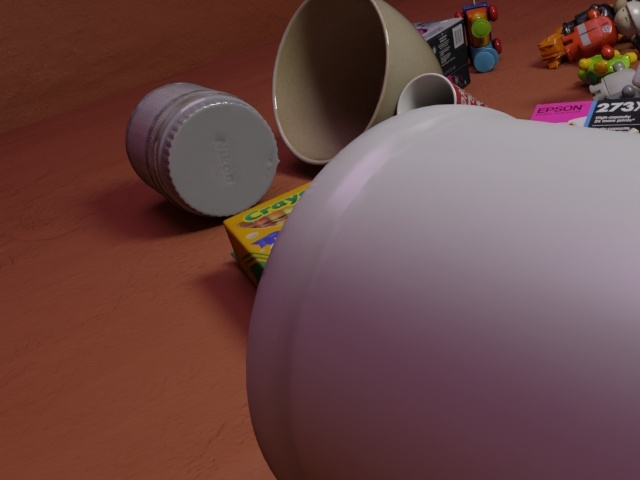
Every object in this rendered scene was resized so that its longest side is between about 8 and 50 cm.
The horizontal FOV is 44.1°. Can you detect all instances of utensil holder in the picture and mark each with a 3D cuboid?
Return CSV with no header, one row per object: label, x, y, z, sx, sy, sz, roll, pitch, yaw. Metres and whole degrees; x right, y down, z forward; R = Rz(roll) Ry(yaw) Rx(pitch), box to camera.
utensil holder,0.200,0.096,0.455,0.328,0.327,0.386,-29,28,-32

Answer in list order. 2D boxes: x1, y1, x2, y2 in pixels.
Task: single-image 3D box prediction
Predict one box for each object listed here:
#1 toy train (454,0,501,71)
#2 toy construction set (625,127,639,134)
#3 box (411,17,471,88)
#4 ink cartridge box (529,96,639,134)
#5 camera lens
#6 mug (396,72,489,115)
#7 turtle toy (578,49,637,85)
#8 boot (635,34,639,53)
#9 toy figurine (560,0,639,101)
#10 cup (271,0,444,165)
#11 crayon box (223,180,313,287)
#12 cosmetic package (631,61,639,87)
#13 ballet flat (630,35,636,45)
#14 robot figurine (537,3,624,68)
toy train,0.390,-0.547,1.957,0.105,0.247,0.143,-9,28,10
toy construction set,0.411,-0.003,0.815,0.215,0.151,0.327,-12,33,4
box,0.226,-0.401,1.806,0.142,0.163,0.247,4,28,32
ink cartridge box,0.369,-0.119,1.104,0.176,0.069,0.371,1,38,32
camera lens,-0.222,-0.168,1.439,0.220,0.219,0.274,-22,24,-20
mug,0.221,-0.201,1.384,0.113,0.150,0.169,17,7,36
turtle toy,0.574,-0.345,1.606,0.095,0.066,0.130,-18,22,-15
boot,0.836,-0.432,1.617,0.223,0.118,0.338,-13,26,-12
toy figurine,0.527,-0.319,1.384,0.148,0.209,0.213,-22,14,25
cup,0.098,-0.301,1.513,0.237,0.330,0.331,1,10,-39
crayon box,0.000,0.000,1.063,0.203,0.083,0.323,-25,27,-14
cosmetic package,0.622,-0.234,0.797,0.394,0.329,0.327,12,15,-19
ballet flat,0.815,-0.526,1.804,0.232,0.080,0.073,-27,57,26
robot figurine,0.655,-0.496,1.872,0.291,0.085,0.211,-31,17,-35
